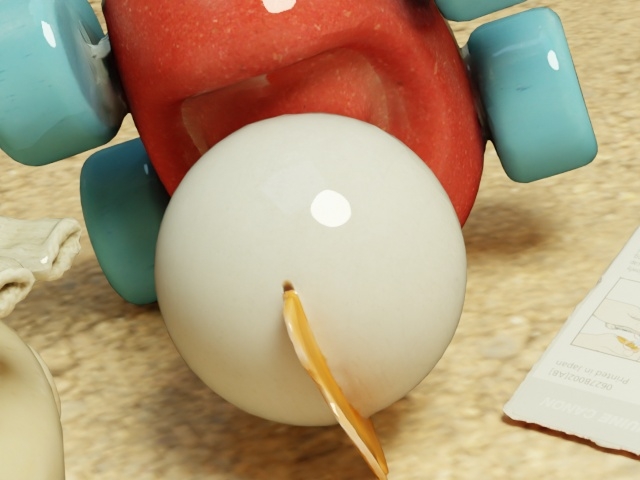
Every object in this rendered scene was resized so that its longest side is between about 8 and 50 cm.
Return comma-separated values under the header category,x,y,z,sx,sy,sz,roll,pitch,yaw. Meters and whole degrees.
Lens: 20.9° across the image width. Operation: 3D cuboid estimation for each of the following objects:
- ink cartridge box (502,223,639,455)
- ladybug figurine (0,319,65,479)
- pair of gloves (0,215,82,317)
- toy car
category,x,y,z,sx,sy,sz,roll,pitch,yaw
ink cartridge box,0.204,0.026,0.667,0.181,0.056,0.224,13,50,37
ladybug figurine,-0.249,0.138,0.388,0.449,0.162,0.305,-22,29,-30
pair of gloves,-0.191,0.029,0.367,0.204,0.042,0.240,4,25,29
toy car,0.000,0.000,0.660,0.219,0.210,0.238,-17,52,10
